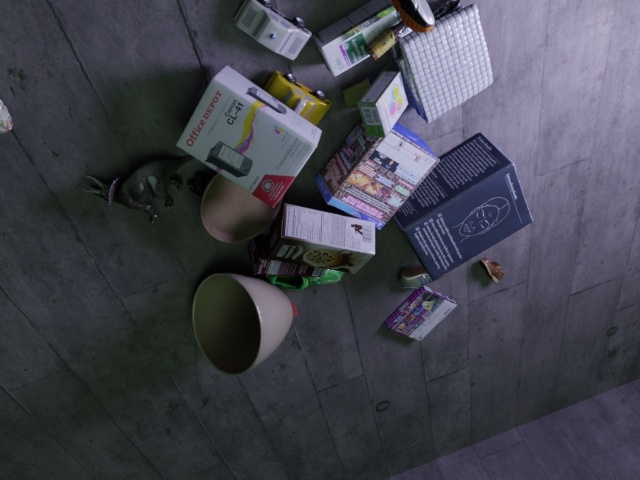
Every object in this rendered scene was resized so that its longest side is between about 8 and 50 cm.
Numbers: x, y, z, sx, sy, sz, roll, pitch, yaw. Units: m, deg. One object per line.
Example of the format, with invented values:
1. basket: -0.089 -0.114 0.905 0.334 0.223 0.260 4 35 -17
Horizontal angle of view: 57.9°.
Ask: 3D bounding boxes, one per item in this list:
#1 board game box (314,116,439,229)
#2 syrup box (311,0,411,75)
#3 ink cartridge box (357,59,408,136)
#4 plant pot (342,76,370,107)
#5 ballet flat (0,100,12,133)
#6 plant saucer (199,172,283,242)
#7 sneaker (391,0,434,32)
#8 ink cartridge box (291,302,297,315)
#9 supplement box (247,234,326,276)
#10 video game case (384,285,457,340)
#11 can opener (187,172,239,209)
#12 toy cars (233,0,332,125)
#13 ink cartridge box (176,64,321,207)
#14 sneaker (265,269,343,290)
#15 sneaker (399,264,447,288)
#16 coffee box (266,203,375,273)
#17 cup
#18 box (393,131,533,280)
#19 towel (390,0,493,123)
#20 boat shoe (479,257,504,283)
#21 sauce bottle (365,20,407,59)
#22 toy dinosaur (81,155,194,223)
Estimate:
1. board game box: 0.169 -0.216 1.765 0.232 0.141 0.291 24 116 -35
2. syrup box: 0.106 -0.538 1.505 0.236 0.096 0.093 -30 131 3
3. ink cartridge box: 0.187 -0.394 1.596 0.209 0.062 0.109 -56 141 -31
4. plant pot: 0.106 -0.409 1.631 0.079 0.083 0.083 -16 133 7
5. ballet flat: -0.802 -0.335 1.332 0.091 0.077 0.241 -22 133 -4
6. plant saucer: -0.234 -0.121 1.708 0.277 0.041 0.278 -22 131 -27
7. sneaker: 0.221 -0.631 1.392 0.121 0.263 0.099 -28 175 -8
8. ink cartridge box: -0.146 0.254 2.086 0.115 0.063 0.029 -16 134 -9
9. supplement box: -0.106 0.050 1.887 0.239 0.130 0.073 5 126 -23
10. video game case: 0.409 0.298 2.353 0.210 0.042 0.232 25 116 -35
11. can opener: -0.301 -0.142 1.712 0.186 0.073 0.059 26 76 -39
12. toy cars: -0.090 -0.442 1.493 0.176 0.087 0.394 -13 133 8
13. ink cartridge box: -0.184 -0.267 1.510 0.306 0.131 0.226 31 118 -12
14. sneaker: -0.056 0.127 1.974 0.295 0.123 0.109 4 126 -25
15. sneaker: 0.386 0.142 2.207 0.192 0.064 0.086 -5 137 -18
16. coffee box: 0.000 0.000 1.782 0.297 0.119 0.168 10 152 -16
17. cup: -0.230 0.254 1.919 0.237 0.331 0.331 -10 137 -50
18. box: 0.453 -0.108 1.919 0.395 0.212 0.293 -31 132 6
19. towel: 0.335 -0.503 1.613 0.235 0.121 0.284 -29 134 6
20. boat shoe: 0.681 0.108 2.293 0.060 0.064 0.178 -41 137 7
21. sauce bottle: 0.173 -0.513 1.460 0.128 0.042 0.042 -42 130 12
22. toy dinosaur: -0.472 -0.150 1.587 0.313 0.121 0.160 -26 146 7
